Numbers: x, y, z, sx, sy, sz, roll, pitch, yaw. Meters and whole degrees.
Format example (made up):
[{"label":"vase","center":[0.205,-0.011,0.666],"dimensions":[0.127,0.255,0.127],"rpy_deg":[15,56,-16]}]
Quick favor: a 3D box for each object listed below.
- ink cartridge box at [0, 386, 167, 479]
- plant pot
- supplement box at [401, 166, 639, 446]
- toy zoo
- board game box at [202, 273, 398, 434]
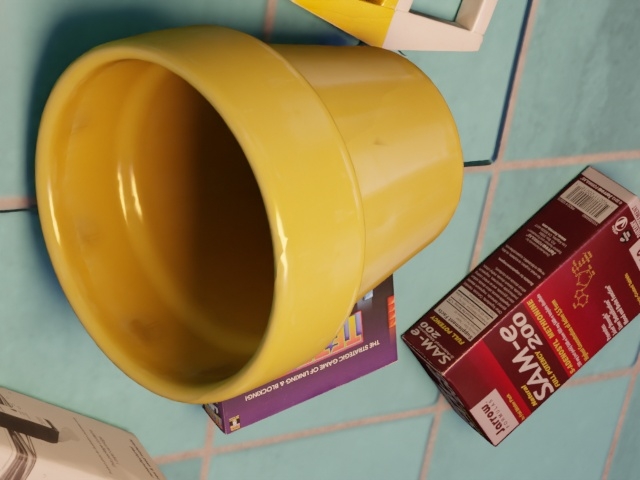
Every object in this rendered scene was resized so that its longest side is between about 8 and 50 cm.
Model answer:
[{"label":"ink cartridge box","center":[-0.272,0.215,1.144],"dimensions":[0.273,0.114,0.197],"rpy_deg":[27,100,-40]},{"label":"plant pot","center":[-0.034,-0.040,1.089],"dimensions":[0.239,0.254,0.254],"rpy_deg":[-22,128,-42]},{"label":"supplement box","center":[0.204,0.061,1.405],"dimensions":[0.239,0.073,0.130],"rpy_deg":[-42,132,-5]},{"label":"toy zoo","center":[0.081,-0.260,1.164],"dimensions":[0.192,0.030,0.293],"rpy_deg":[9,110,-37]},{"label":"board game box","center":[-0.021,0.064,1.246],"dimensions":[0.170,0.048,0.141],"rpy_deg":[-22,125,-23]}]
